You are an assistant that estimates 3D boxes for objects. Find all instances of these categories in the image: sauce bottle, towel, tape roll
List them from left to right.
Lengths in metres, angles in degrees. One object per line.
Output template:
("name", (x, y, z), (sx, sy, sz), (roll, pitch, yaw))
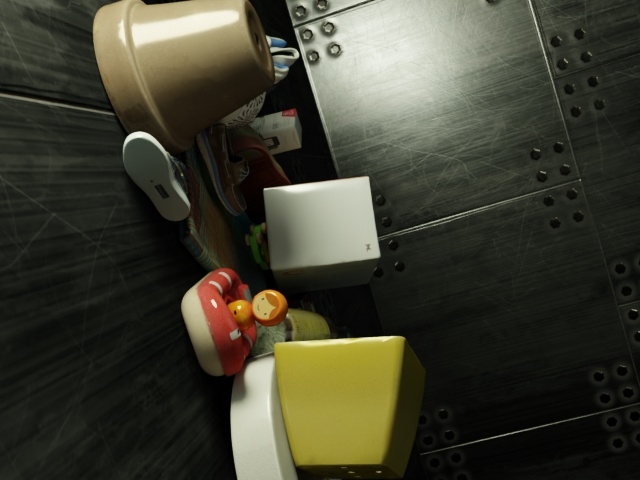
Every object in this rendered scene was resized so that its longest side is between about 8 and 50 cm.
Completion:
("towel", (-0.180, -0.011, 1.486), (0.370, 0.040, 0.271), (60, 16, -53))
("tape roll", (-0.045, 0.379, 1.295), (0.392, 0.072, 0.392), (-16, 90, -81))
("sauce bottle", (-0.032, 0.195, 1.553), (0.344, 0.111, 0.111), (17, 56, -60))

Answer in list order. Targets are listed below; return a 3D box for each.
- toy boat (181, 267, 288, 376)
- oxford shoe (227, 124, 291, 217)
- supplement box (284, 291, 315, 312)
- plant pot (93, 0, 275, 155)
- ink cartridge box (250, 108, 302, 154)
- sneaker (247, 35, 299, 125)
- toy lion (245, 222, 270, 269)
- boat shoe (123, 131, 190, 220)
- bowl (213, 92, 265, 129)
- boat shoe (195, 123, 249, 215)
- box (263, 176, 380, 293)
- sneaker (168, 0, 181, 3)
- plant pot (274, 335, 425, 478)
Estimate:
("toy boat", (-0.126, 0.122, 1.245), (0.231, 0.151, 0.151), (-61, 133, -76))
("oxford shoe", (-0.145, -0.160, 1.661), (0.348, 0.123, 0.130), (77, -10, -66))
("supplement box", (-0.044, 0.221, 1.739), (0.104, 0.080, 0.188), (-43, 117, -78))
("plant pot", (-0.204, -0.287, 1.252), (0.263, 0.229, 0.263), (-16, 90, -79))
("ink cartridge box", (-0.125, -0.255, 1.858), (0.109, 0.150, 0.063), (-90, 165, -57))
("sneaker", (-0.141, -0.317, 1.610), (0.323, 0.236, 0.130), (47, 28, -67))
("toy lion", (-0.121, 0.018, 1.573), (0.100, 0.034, 0.096), (-75, 153, -71))
("boat shoe", (-0.254, -0.116, 1.195), (0.183, 0.065, 0.083), (71, 6, -50))
("bowl", (-0.189, -0.274, 1.426), (0.080, 0.170, 0.170), (-84, 156, -64))
("boat shoe", (-0.171, -0.132, 1.447), (0.066, 0.066, 0.183), (-86, 156, -62))
("box", (0.000, 0.000, 1.647), (0.345, 0.215, 0.168), (94, -11, -79))
("sneaker", (-0.283, -0.461, 1.583), (0.166, 0.065, 0.076), (-87, 155, -66))
("plant pot", (0.051, 0.279, 1.240), (0.212, 0.212, 0.187), (56, 32, -60))
